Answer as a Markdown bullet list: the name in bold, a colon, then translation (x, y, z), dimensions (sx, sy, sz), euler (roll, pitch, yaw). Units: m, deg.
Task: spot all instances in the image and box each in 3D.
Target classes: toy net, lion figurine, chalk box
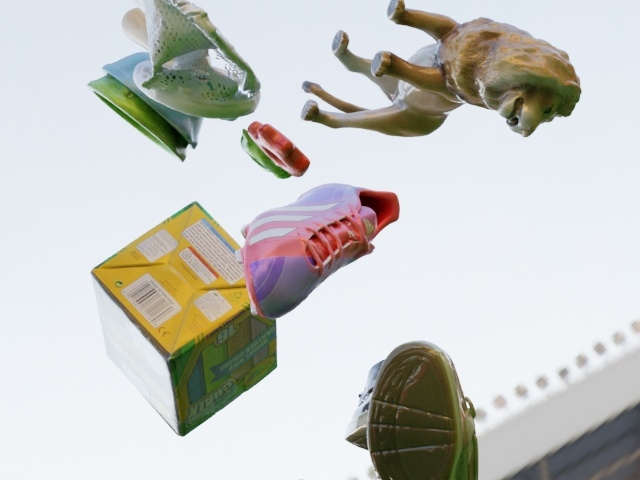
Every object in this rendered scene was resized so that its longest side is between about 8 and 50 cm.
- **toy net**: translation (-0.060, -0.065, 0.680), dimensions (0.045, 0.122, 0.232), euler (-50, 3, -5)
- **lion figurine**: translation (0.146, -0.200, 1.774), dimensions (0.240, 0.392, 0.142), euler (16, -98, -22)
- **chalk box**: translation (-0.130, 0.092, 1.376), dimensions (0.132, 0.132, 0.213), euler (-36, -26, -22)

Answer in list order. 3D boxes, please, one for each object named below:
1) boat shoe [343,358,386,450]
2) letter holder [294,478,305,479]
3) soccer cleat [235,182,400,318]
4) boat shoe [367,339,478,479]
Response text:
- **boat shoe**: translation (0.079, 0.153, 1.297), dimensions (0.103, 0.092, 0.285), euler (3, -13, 7)
- **letter holder**: translation (0.057, 0.375, 1.387), dimensions (0.214, 0.302, 0.152), euler (-38, -50, 6)
- **soccer cleat**: translation (0.000, 0.000, 1.192), dimensions (0.095, 0.083, 0.248), euler (-11, 12, 18)
- **boat shoe**: translation (0.064, 0.125, 0.766), dimensions (0.048, 0.056, 0.153), euler (-27, -69, -55)
